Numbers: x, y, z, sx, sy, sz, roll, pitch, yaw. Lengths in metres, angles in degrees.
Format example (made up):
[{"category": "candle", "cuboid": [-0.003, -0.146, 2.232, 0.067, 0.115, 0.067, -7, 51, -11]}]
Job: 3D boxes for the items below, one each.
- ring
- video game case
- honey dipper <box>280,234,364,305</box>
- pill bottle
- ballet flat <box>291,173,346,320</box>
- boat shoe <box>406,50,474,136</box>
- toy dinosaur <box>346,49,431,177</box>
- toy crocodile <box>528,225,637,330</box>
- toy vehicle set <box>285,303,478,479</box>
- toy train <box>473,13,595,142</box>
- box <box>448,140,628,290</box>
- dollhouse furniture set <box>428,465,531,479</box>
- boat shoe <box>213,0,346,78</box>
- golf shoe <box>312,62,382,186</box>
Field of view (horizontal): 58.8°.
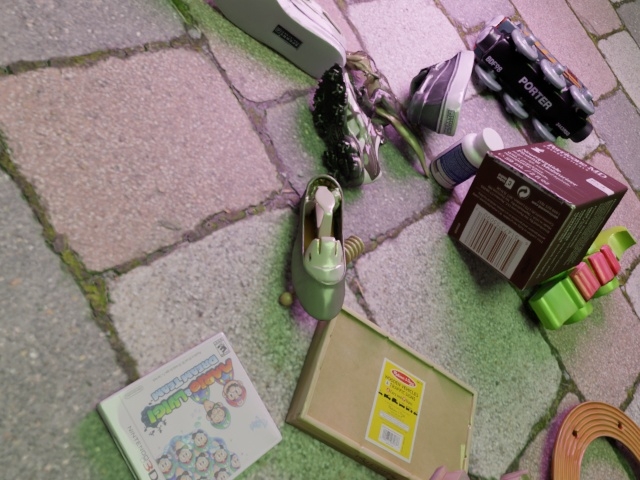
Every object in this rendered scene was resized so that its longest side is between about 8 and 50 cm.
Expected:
[{"category": "ring", "cuboid": [0.483, 0.436, 0.929, 0.336, 0.032, 0.337, 16, 60, -29]}, {"category": "video game case", "cuboid": [-0.133, 0.195, 0.606, 0.157, 0.019, 0.143, -28, 86, -41]}, {"category": "honey dipper", "cuboid": [0.001, 0.041, 0.776, 0.160, 0.030, 0.030, -35, 90, -38]}, {"category": "pill bottle", "cuboid": [0.256, -0.144, 0.988, 0.067, 0.120, 0.067, 16, 60, -29]}, {"category": "ballet flat", "cuboid": [0.000, 0.000, 0.745, 0.072, 0.068, 0.213, 7, 52, -12]}, {"category": "boat shoe", "cuboid": [0.216, -0.279, 1.041, 0.102, 0.108, 0.301, 14, 39, 11]}, {"category": "toy dinosaur", "cuboid": [0.102, -0.214, 0.955, 0.118, 0.064, 0.268, -31, 91, -48]}, {"category": "toy crocodile", "cuboid": [0.497, 0.066, 1.070, 0.340, 0.105, 0.115, -24, 83, -40]}, {"category": "toy vehicle set", "cuboid": [0.093, 0.218, 0.748, 0.266, 0.035, 0.166, 35, 52, -18]}, {"category": "toy train", "cuboid": [0.470, -0.356, 1.250, 0.334, 0.142, 0.190, 38, 39, -13]}, {"category": "box", "cuboid": [0.360, -0.049, 0.950, 0.203, 0.167, 0.168, -15, 45, -40]}, {"category": "dollhouse furniture set", "cuboid": [0.180, 0.390, 0.700, 0.355, 0.173, 0.303, -16, 78, -59]}, {"category": "boat shoe", "cuboid": [-0.062, -0.365, 0.886, 0.267, 0.096, 0.088, 29, 50, -23]}, {"category": "golf shoe", "cuboid": [0.046, -0.177, 0.890, 0.093, 0.077, 0.198, 1, 78, -41]}]
